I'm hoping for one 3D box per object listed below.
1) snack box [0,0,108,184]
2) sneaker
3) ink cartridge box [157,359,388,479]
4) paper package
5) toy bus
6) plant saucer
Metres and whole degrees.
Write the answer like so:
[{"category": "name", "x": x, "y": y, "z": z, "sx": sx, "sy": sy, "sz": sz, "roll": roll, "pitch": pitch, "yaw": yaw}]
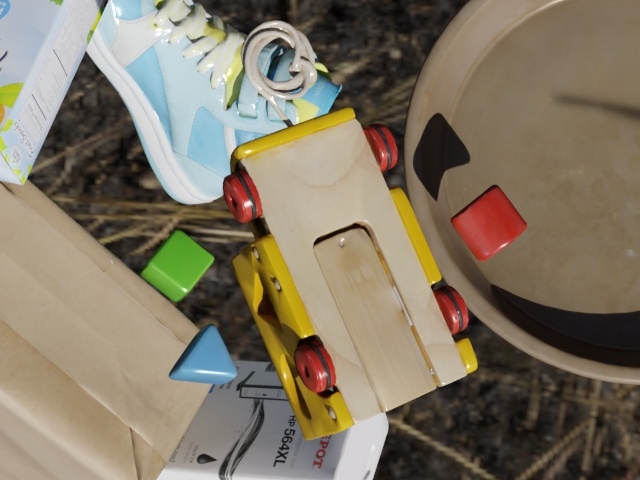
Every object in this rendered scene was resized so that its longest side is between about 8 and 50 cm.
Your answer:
[{"category": "snack box", "x": -0.283, "y": -0.161, "z": 1.120, "sx": 0.070, "sy": 0.174, "sz": 0.207, "roll": 70, "pitch": 35, "yaw": -62}, {"category": "sneaker", "x": -0.096, "y": -0.180, "z": 1.304, "sx": 0.319, "sy": 0.208, "sz": 0.127, "roll": 63, "pitch": 38, "yaw": -33}, {"category": "ink cartridge box", "x": -0.052, "y": 0.197, "z": 1.370, "sx": 0.148, "sy": 0.203, "sz": 0.086, "roll": -70, "pitch": 152, "yaw": -43}, {"category": "paper package", "x": -0.287, "y": 0.103, "z": 1.316, "sx": 0.309, "sy": 0.325, "sz": 0.168, "roll": 42, "pitch": 62, "yaw": -11}, {"category": "toy bus", "x": 0.000, "y": 0.013, "z": 0.794, "sx": 0.191, "sy": 0.104, "sz": 0.202, "roll": 26, "pitch": 70, "yaw": -12}, {"category": "plant saucer", "x": 0.188, "y": -0.049, "z": 0.837, "sx": 0.041, "sy": 0.278, "sz": 0.278, "roll": 78, "pitch": 29, "yaw": -76}]
